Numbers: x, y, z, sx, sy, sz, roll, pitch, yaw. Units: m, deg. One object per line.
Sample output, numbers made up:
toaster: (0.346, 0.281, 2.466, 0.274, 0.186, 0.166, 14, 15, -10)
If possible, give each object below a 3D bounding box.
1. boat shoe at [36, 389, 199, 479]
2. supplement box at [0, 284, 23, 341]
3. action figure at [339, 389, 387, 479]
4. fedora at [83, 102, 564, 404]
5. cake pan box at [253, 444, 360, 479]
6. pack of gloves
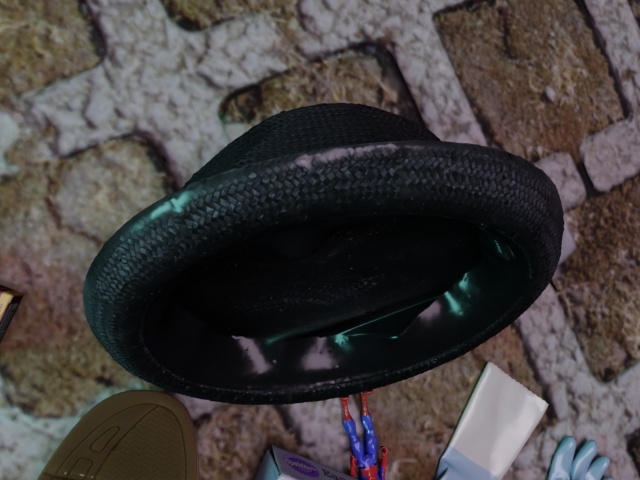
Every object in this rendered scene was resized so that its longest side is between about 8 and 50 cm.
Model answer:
boat shoe: (-0.157, 0.279, 0.406, 0.122, 0.110, 0.341, 7, 57, -2)
supplement box: (-0.278, 0.049, 0.438, 0.083, 0.043, 0.054, 23, 81, -14)
action figure: (0.041, 0.196, 0.533, 0.038, 0.030, 0.115, -10, 90, -23)
fedora: (0.000, 0.000, 0.452, 0.334, 0.334, 0.152, 2, 50, -17)
cake pan box: (0.017, 0.332, 0.482, 0.267, 0.070, 0.245, 28, 83, -12)
pack of gloves: (0.189, 0.269, 0.563, 0.195, 0.046, 0.232, 37, 76, -12)
